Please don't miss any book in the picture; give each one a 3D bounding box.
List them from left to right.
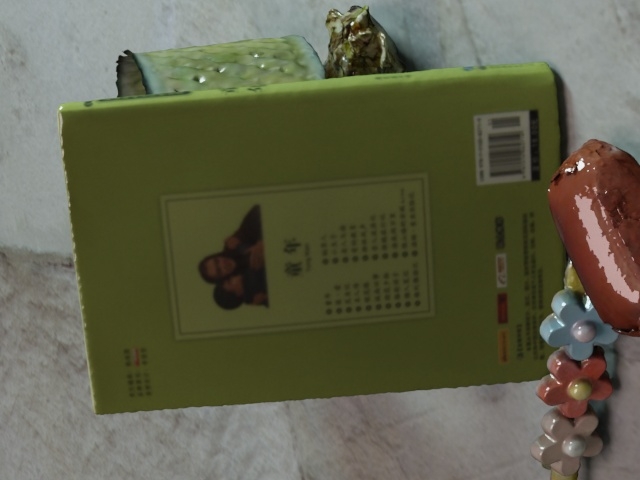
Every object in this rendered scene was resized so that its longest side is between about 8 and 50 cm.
[{"bbox_3d":[0.000,0.000,1.228,0.035,0.352,0.239,-100,6,-69],"label":"book"}]

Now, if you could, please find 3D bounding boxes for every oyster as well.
[{"bbox_3d":[0.028,-0.132,1.349,0.166,0.053,0.108,101,148,-49],"label":"oyster"}]

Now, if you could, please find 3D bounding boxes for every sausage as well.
[{"bbox_3d":[0.199,0.000,1.141,0.076,0.076,0.141,-32,80,57],"label":"sausage"}]

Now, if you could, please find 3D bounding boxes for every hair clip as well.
[{"bbox_3d":[0.182,0.108,1.237,0.056,0.062,0.214,-111,18,-50],"label":"hair clip"}]

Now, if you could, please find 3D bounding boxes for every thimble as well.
[{"bbox_3d":[-0.071,-0.032,1.386,0.271,0.150,0.271,171,90,-76],"label":"thimble"}]
